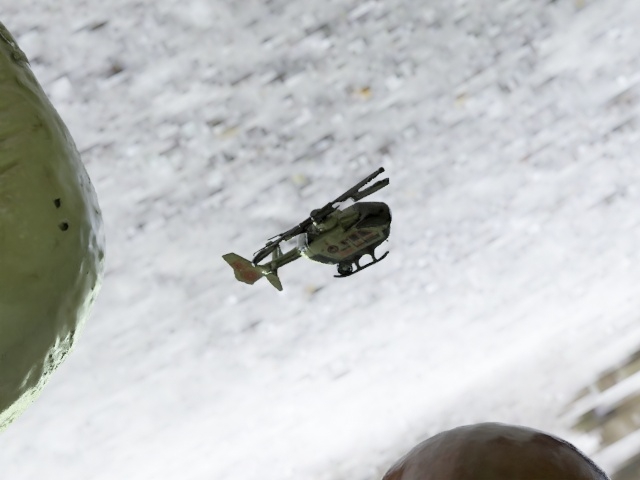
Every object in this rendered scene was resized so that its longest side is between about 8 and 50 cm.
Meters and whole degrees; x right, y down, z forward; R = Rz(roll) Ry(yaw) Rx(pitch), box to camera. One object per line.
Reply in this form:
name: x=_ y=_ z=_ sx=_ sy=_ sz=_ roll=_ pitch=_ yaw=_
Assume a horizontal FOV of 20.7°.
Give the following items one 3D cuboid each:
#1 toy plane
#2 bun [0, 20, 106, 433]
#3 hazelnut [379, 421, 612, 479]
toy plane: x=0.000 y=0.000 z=1.055 sx=0.120 sy=0.031 sz=0.049 roll=-28 pitch=130 yaw=21
bun: x=-0.304 y=0.006 z=0.989 sx=0.359 sy=0.360 sz=0.211 roll=-24 pitch=151 yaw=-20
hazelnut: x=0.042 y=0.088 z=0.440 sx=0.086 sy=0.086 sz=0.086 roll=-27 pitch=165 yaw=-8
